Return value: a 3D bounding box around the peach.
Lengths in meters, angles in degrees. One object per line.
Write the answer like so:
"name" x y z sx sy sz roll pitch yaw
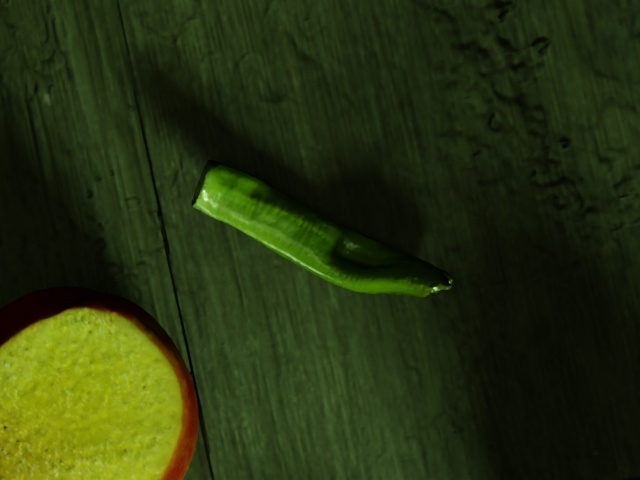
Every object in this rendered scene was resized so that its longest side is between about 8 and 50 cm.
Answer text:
"peach" -0.182 0.125 1.263 0.190 0.192 0.190 1 98 11

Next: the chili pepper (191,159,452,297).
"chili pepper" 0.000 0.000 1.293 0.202 0.052 0.050 25 124 10
